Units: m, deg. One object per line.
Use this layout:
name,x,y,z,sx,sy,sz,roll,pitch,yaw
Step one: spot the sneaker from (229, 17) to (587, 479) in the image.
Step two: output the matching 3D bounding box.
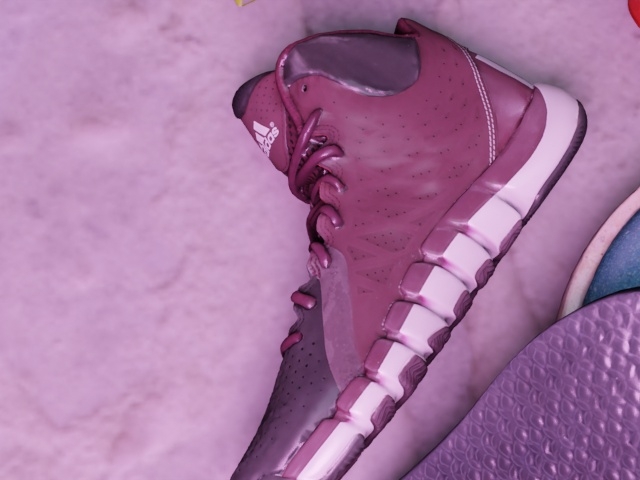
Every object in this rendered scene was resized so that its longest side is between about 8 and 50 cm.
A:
sneaker,0.000,0.000,0.690,0.162,0.106,0.281,35,68,5

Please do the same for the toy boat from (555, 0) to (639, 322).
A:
toy boat,0.232,-0.026,0.688,0.267,0.148,0.318,-14,82,-9

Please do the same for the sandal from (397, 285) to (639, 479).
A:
sandal,0.108,0.101,0.646,0.254,0.054,0.097,-39,78,28

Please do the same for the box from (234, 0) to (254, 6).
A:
box,-0.064,-0.222,0.708,0.042,0.109,0.178,-27,84,-9
